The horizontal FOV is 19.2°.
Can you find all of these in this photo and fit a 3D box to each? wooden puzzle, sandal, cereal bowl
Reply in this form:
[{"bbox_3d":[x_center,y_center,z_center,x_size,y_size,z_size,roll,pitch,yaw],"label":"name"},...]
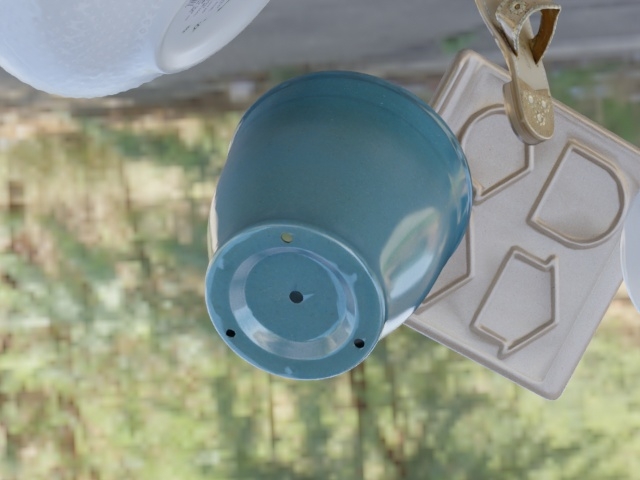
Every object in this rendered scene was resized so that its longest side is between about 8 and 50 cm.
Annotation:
[{"bbox_3d":[0.221,-0.018,2.276,0.348,0.322,0.080,28,180,-22],"label":"wooden puzzle"},{"bbox_3d":[0.233,-0.228,2.058,0.079,0.240,0.088,-24,161,39],"label":"sandal"},{"bbox_3d":[-0.122,-0.239,1.537,0.339,0.141,0.339,-42,168,-11],"label":"cereal bowl"}]

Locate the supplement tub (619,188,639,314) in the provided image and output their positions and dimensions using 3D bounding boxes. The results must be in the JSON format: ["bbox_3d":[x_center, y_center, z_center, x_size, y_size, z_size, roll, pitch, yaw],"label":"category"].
[{"bbox_3d":[0.359,0.010,1.554,0.191,0.191,0.272,-5,177,23],"label":"supplement tub"}]

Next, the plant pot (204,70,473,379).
[{"bbox_3d":[0.000,0.000,1.933,0.272,0.271,0.255,-4,-153,18],"label":"plant pot"}]
